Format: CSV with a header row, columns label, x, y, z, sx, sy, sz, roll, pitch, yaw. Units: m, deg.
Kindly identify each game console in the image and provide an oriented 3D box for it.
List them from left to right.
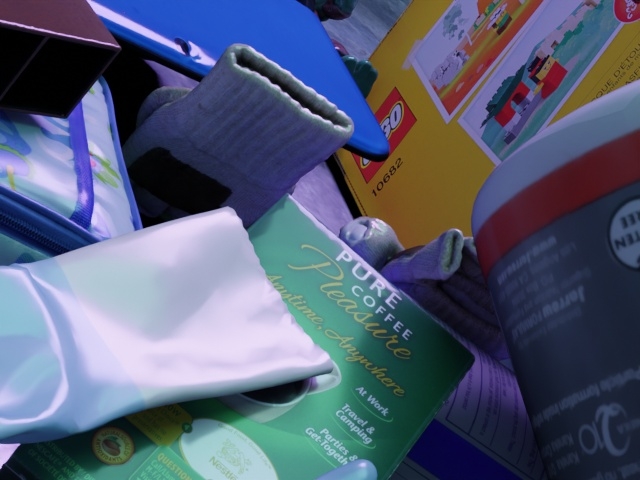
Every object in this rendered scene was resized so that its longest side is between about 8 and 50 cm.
label,x,y,z,sx,sy,sz,roll,pitch,yaw
game console,-0.135,-0.139,0.843,0.293,0.250,0.173,22,63,-44

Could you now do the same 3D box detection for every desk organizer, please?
label,x,y,z,sx,sy,sz,roll,pitch,yaw
desk organizer,-0.143,-0.085,0.516,0.050,0.047,0.130,53,25,22

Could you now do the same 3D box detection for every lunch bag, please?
label,x,y,z,sx,sy,sz,roll,pitch,yaw
lunch bag,-0.170,-0.051,0.599,0.176,0.090,0.219,32,19,-28

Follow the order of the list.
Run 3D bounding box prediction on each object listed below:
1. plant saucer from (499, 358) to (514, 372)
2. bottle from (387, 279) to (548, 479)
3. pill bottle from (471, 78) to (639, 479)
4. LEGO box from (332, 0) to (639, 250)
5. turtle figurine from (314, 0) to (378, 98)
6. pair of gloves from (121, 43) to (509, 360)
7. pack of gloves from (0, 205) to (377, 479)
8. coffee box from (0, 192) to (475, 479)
label,x,y,z,sx,sy,sz,roll,pitch,yaw
plant saucer,0.153,0.132,0.811,0.195,0.037,0.195,52,10,-13
bottle,0.081,0.116,0.664,0.283,0.092,0.118,36,22,-9
pill bottle,0.209,0.117,0.542,0.210,0.210,0.363,10,59,-56
LEGO box,0.247,-0.154,1.001,0.193,0.500,0.372,28,20,-27
turtle figurine,-0.030,-0.201,1.178,0.234,0.175,0.118,-104,177,-46
pair of gloves,0.000,0.000,0.726,0.240,0.042,0.204,36,-23,-20
pack of gloves,-0.055,0.070,0.420,0.232,0.046,0.195,-12,63,-46
coffee box,-0.026,0.070,0.522,0.113,0.040,0.184,39,46,3
